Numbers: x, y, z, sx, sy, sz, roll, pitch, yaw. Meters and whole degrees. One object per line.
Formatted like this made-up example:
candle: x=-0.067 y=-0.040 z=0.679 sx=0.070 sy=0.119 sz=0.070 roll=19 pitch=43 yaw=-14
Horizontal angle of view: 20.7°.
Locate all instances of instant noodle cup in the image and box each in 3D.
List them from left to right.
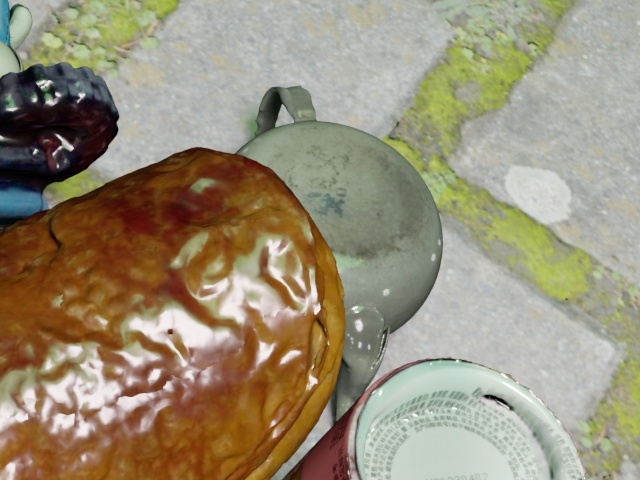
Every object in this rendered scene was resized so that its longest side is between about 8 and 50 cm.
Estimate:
instant noodle cup: x=0.056 y=0.209 z=1.186 sx=0.244 sy=0.255 sz=0.244 roll=10 pitch=52 yaw=-14

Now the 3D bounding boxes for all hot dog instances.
hot dog: x=-0.170 y=0.088 z=1.210 sx=0.387 sy=0.174 sz=0.267 roll=-26 pitch=56 yaw=-18

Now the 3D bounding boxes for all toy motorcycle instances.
toy motorcycle: x=-0.352 y=-0.055 z=1.250 sx=0.416 sy=0.232 sz=0.172 roll=-4 pitch=58 yaw=-42

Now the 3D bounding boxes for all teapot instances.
teapot: x=0.000 y=0.000 z=1.405 sx=0.193 sy=0.129 sz=0.294 roll=-3 pitch=54 yaw=-26

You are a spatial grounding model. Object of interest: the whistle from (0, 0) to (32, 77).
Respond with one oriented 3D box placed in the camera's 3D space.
whistle: x=-0.289 y=-0.172 z=1.443 sx=0.114 sy=0.077 sz=0.236 roll=10 pitch=45 yaw=-29
